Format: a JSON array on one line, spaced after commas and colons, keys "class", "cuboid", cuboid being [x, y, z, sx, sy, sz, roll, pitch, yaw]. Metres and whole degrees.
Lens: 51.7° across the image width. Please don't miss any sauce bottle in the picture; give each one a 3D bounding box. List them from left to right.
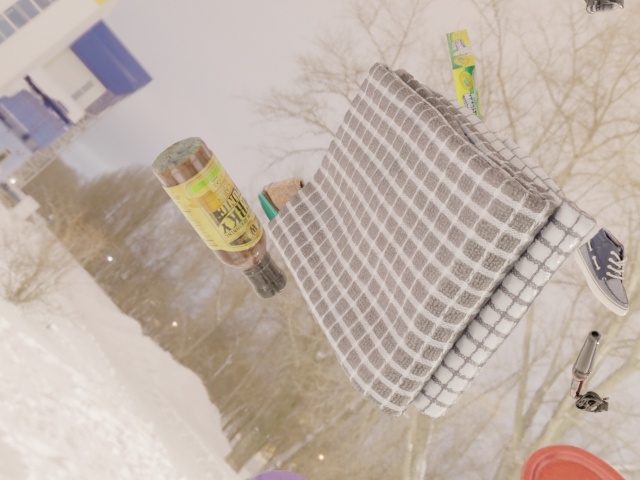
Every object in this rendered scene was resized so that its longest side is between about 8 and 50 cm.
[{"class": "sauce bottle", "cuboid": [-0.173, -0.031, 1.235, 0.111, 0.111, 0.344, 24, -27, 53]}]

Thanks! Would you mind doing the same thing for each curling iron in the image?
[{"class": "curling iron", "cuboid": [0.454, 0.220, 1.110, 0.068, 0.035, 0.274, 9, -35, 26]}]

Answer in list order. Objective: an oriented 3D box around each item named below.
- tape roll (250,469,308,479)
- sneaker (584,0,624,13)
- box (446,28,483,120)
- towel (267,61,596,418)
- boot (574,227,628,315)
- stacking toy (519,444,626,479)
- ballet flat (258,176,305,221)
[{"class": "tape roll", "cuboid": [-0.089, 0.595, 1.409, 0.189, 0.189, 0.080, 46, 4, -10]}, {"class": "sneaker", "cuboid": [0.713, -0.651, 1.641, 0.101, 0.268, 0.153, 4, -61, 43]}, {"class": "box", "cuboid": [0.255, -0.287, 1.167, 0.179, 0.043, 0.105, -86, 161, -52]}, {"class": "towel", "cuboid": [0.075, -0.014, 0.619, 0.121, 0.235, 0.283, 11, 29, -33]}, {"class": "boot", "cuboid": [0.587, 0.058, 1.340, 0.069, 0.086, 0.190, 16, 36, -24]}, {"class": "stacking toy", "cuboid": [0.430, 0.406, 0.877, 0.279, 0.309, 0.130, -92, 175, -55]}, {"class": "ballet flat", "cuboid": [0.000, 0.000, 1.110, 0.316, 0.106, 0.107, 58, -14, 32]}]
